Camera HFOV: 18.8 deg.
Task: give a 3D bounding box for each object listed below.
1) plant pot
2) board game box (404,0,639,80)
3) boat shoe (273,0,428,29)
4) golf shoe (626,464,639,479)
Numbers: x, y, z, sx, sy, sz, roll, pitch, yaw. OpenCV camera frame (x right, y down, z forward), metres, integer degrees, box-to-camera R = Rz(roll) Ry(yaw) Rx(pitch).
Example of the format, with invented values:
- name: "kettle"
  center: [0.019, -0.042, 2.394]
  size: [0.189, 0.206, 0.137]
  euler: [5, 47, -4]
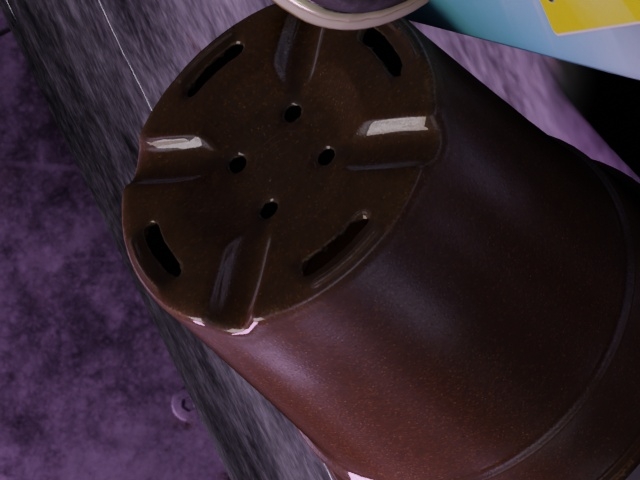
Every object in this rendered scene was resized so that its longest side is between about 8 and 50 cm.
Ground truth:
- name: "plant pot"
  center: [0.027, 0.005, 0.690]
  size: [0.165, 0.167, 0.167]
  euler: [41, -171, -47]
- name: "board game box"
  center: [0.042, -0.183, 0.556]
  size: [0.253, 0.079, 0.336]
  euler: [67, 168, -18]
- name: "boat shoe"
  center: [-0.024, -0.162, 0.493]
  size: [0.073, 0.080, 0.223]
  euler: [158, 91, -83]
- name: "golf shoe"
  center: [0.145, 0.158, 0.716]
  size: [0.306, 0.140, 0.115]
  euler: [52, 163, 38]
